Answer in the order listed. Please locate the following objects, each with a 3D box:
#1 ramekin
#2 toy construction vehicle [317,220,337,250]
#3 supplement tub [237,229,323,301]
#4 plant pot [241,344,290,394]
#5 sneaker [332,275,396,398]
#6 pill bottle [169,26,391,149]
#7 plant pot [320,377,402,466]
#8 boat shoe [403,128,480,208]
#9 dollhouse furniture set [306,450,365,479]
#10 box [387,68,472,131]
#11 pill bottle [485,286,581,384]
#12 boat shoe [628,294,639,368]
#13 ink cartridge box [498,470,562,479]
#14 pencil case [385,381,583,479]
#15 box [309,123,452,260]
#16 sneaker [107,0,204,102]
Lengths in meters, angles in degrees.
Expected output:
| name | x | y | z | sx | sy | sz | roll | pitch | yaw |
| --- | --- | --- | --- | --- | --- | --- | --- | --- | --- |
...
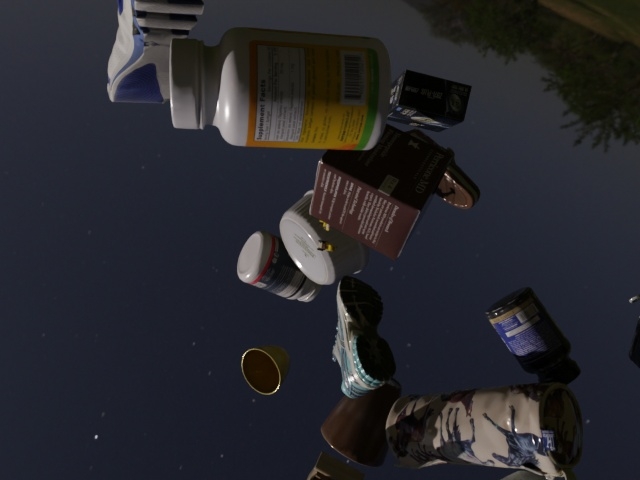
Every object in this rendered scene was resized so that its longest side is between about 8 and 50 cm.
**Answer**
| name | x | y | z | sx | sy | sz | roll | pitch | yaw |
| --- | --- | --- | --- | --- | --- | --- | --- | --- | --- |
| ramekin | 0.000 | 0.000 | 1.458 | 0.127 | 0.272 | 0.273 | -33 | -124 | -23 |
| toy construction vehicle | 0.019 | -0.017 | 1.182 | 0.035 | 0.085 | 0.098 | 7 | 180 | -13 |
| supplement tub | -0.136 | 0.095 | 1.861 | 0.272 | 0.191 | 0.191 | 25 | -155 | -29 |
| plant pot | -0.137 | 0.346 | 1.473 | 0.134 | 0.134 | 0.095 | 35 | -150 | 21 |
| sneaker | 0.063 | 0.195 | 1.105 | 0.110 | 0.122 | 0.283 | 21 | -143 | -21 |
| pill bottle | -0.051 | -0.181 | 0.637 | 0.246 | 0.136 | 0.136 | 0 | -146 | -11 |
| plant pot | 0.147 | 0.518 | 1.600 | 0.215 | 0.230 | 0.215 | 26 | -175 | -3 |
| boat shoe | 0.273 | -0.177 | 1.199 | 0.095 | 0.095 | 0.257 | -34 | -118 | -19 |
| dollhouse furniture set | -0.014 | 0.613 | 1.139 | 0.212 | 0.161 | 0.242 | 26 | -132 | 6 |
| box | 0.227 | -0.303 | 1.171 | 0.147 | 0.077 | 0.180 | 12 | -177 | -6 |
| pill bottle | 0.493 | 0.227 | 1.219 | 0.123 | 0.123 | 0.219 | -22 | -103 | -53 |
| boat shoe | 0.723 | 0.142 | 1.107 | 0.113 | 0.306 | 0.105 | -7 | -156 | -10 |
| ink cartridge box | 0.421 | 0.522 | 1.098 | 0.179 | 0.145 | 0.045 | -17 | -141 | -24 |
| pencil case | 0.335 | 0.412 | 1.137 | 0.160 | 0.410 | 0.183 | 36 | -129 | -31 |
| box | 0.111 | -0.106 | 1.022 | 0.203 | 0.167 | 0.168 | 28 | -124 | 10 |
| sneaker | -0.284 | -0.385 | 0.888 | 0.128 | 0.315 | 0.182 | -5 | -113 | -31 |
